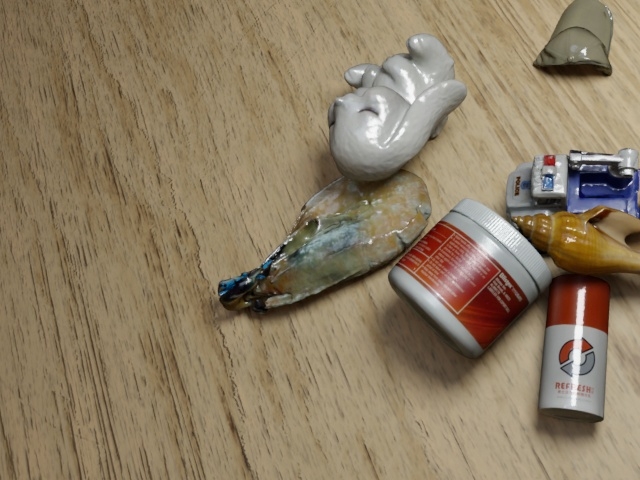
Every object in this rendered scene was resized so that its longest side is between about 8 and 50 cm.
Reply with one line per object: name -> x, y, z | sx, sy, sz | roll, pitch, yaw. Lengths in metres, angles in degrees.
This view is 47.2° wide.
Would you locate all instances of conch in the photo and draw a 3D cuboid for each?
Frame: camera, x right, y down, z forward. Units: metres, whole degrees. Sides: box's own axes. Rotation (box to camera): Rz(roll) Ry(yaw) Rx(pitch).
conch -> 0.451, 0.014, 1.127 | 0.330, 0.093, 0.109 | 17, 79, -3

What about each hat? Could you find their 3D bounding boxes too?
hat -> 0.479, -0.391, 1.371 | 0.147, 0.085, 0.175 | 9, 72, 25

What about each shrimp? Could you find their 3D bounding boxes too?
shrimp -> 0.000, 0.000, 1.374 | 0.445, 0.110, 0.221 | -31, 54, 2

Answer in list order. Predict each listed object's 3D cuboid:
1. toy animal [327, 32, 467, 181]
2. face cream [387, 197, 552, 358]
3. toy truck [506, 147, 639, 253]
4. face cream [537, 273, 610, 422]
toy animal -> 0.123, -0.219, 1.337 | 0.271, 0.206, 0.265 | -14, 33, 45
face cream -> 0.238, 0.064, 1.191 | 0.187, 0.201, 0.201 | -45, 60, -3
toy truck -> 0.412, -0.078, 1.204 | 0.213, 0.177, 0.161 | 1, 69, 21
face cream -> 0.398, 0.168, 1.144 | 0.096, 0.096, 0.214 | 3, 68, 22
